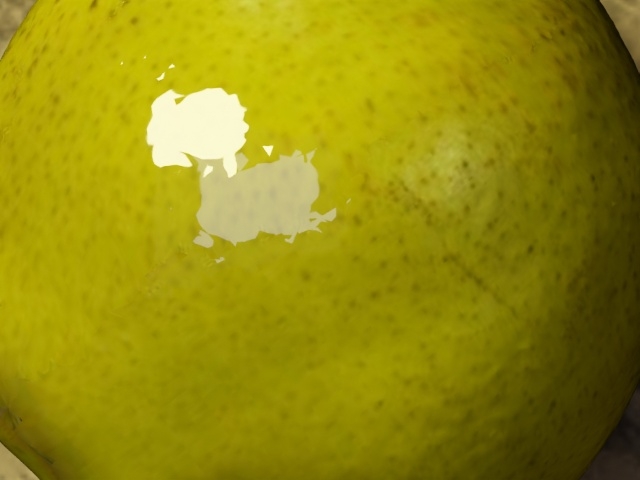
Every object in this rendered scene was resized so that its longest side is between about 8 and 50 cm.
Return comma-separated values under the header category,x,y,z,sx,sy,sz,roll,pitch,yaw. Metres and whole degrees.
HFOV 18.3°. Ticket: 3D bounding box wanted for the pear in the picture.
category,x,y,z,sx,sy,sz,roll,pitch,yaw
pear,0.000,0.000,0.772,0.294,0.294,0.294,0,90,16
